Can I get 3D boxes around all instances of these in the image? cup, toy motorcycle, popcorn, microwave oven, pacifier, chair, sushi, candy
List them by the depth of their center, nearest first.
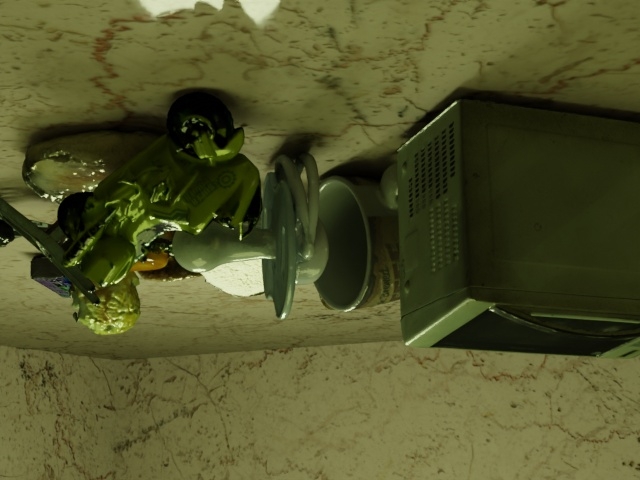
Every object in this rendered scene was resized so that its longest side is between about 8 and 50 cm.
[{"bbox_3d":[-0.213,-0.053,1.289,0.342,0.206,0.142,-34,-167,26],"label":"toy motorcycle"},{"bbox_3d":[0.325,-0.001,1.311,0.394,0.333,0.247,5,162,-18],"label":"microwave oven"},{"bbox_3d":[-0.114,-0.008,1.415,0.233,0.244,0.299,-5,-170,-12],"label":"pacifier"},{"bbox_3d":[0.143,-0.031,1.556,0.257,0.227,0.301,-7,143,-29],"label":"cup"},{"bbox_3d":[-0.463,-0.026,1.686,0.270,0.147,0.136,43,164,5],"label":"chair"},{"bbox_3d":[-0.697,-0.010,1.869,0.219,0.047,0.231,-11,163,39],"label":"sushi"},{"bbox_3d":[-0.529,0.147,2.212,0.212,0.198,0.198,-18,158,41],"label":"popcorn"},{"bbox_3d":[-0.644,0.095,2.286,0.088,0.061,0.312,0,168,-3],"label":"candy"}]

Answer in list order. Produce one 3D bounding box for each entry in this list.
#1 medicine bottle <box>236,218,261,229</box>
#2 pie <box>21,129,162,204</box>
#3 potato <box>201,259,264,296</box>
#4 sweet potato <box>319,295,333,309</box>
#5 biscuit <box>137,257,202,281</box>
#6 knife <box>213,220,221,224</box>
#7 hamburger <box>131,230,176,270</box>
[{"bbox_3d":[0.012,0.004,1.703,0.352,0.110,0.110,7,165,-21],"label":"medicine bottle"},{"bbox_3d":[-0.304,-0.102,1.437,0.337,0.075,0.337,2,162,1],"label":"pie"},{"bbox_3d":[-0.169,0.034,1.865,0.164,0.081,0.200,-15,137,22],"label":"potato"},{"bbox_3d":[0.112,0.143,2.491,0.273,0.075,0.075,-15,161,40],"label":"sweet potato"},{"bbox_3d":[-0.289,0.048,1.973,0.220,0.033,0.220,-7,-165,2],"label":"biscuit"},{"bbox_3d":[-0.267,-0.051,1.775,0.054,0.015,0.212,-6,167,26],"label":"knife"},{"bbox_3d":[-0.376,0.008,1.849,0.189,0.093,0.164,-1,167,-6],"label":"hamburger"}]
